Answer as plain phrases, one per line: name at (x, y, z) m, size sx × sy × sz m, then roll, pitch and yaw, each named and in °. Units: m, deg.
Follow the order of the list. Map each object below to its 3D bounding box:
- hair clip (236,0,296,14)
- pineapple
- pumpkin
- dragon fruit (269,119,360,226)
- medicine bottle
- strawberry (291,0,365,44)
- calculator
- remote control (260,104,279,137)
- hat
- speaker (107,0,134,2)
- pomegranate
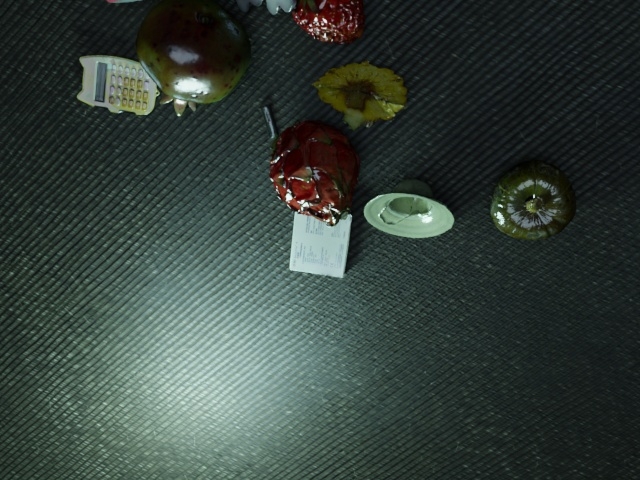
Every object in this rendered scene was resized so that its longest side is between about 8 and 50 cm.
hair clip at (-0.161, -0.650, 1.620) m, size 0.257 × 0.075 × 0.146 m, roll 14°, pitch 128°, yaw 33°
pineapple at (0.125, -0.383, 1.702) m, size 0.250 × 0.139 × 0.164 m, roll 12°, pitch 149°, yaw 21°
pumpkin at (0.563, -0.104, 1.671) m, size 0.219 × 0.162 × 0.218 m, roll 3°, pitch 104°, yaw 12°
dragon fruit at (-0.010, -0.181, 1.706) m, size 0.245 × 0.244 × 0.298 m, roll -23°, pitch 93°, yaw 14°
medicine bottle at (0.000, 0.000, 1.841) m, size 0.171 × 0.052 × 0.201 m, roll 8°, pitch 107°, yaw 6°
strawberry at (0.034, -0.590, 1.616) m, size 0.187 × 0.184 × 0.201 m, roll -40°, pitch 121°, yaw 18°
calculator at (-0.572, -0.443, 1.816) m, size 0.237 × 0.033 × 0.157 m, roll 12°, pitch 106°, yaw 3°
remote control at (-0.143, -0.334, 1.788) m, size 0.034 × 0.016 × 0.091 m, roll -15°, pitch 103°, yaw 8°
hat at (0.248, -0.109, 1.734) m, size 0.252 × 0.252 × 0.109 m, roll 8°, pitch 65°, yaw 6°
speaker at (-0.429, -0.697, 1.575) m, size 0.295 × 0.294 × 0.294 m, roll 2°, pitch 106°, yaw 8°
pomegranate at (-0.328, -0.484, 1.680) m, size 0.291 × 0.323 × 0.290 m, roll 1°, pitch 76°, yaw -3°
